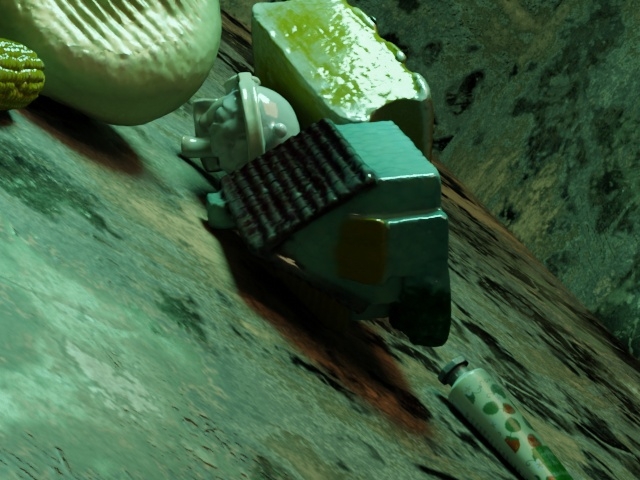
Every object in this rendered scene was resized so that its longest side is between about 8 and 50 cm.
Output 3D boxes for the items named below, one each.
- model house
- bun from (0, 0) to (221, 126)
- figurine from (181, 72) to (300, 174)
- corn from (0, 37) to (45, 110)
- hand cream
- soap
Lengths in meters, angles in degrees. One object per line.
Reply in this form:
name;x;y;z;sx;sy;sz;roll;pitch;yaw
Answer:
model house;0.000;0.000;1.812;0.248;0.230;0.280;-7;20;-9
bun;-0.297;-0.293;1.873;0.361;0.213;0.361;13;59;-23
figurine;-0.104;-0.140;2.012;0.141;0.162;0.237;-8;10;-13
corn;-0.348;-0.173;1.579;0.080;0.080;0.238;39;9;5
hand cream;0.246;0.252;1.863;0.276;0.059;0.095;48;15;24
soap;0.031;-0.153;2.149;0.293;0.156;0.335;55;-21;34
